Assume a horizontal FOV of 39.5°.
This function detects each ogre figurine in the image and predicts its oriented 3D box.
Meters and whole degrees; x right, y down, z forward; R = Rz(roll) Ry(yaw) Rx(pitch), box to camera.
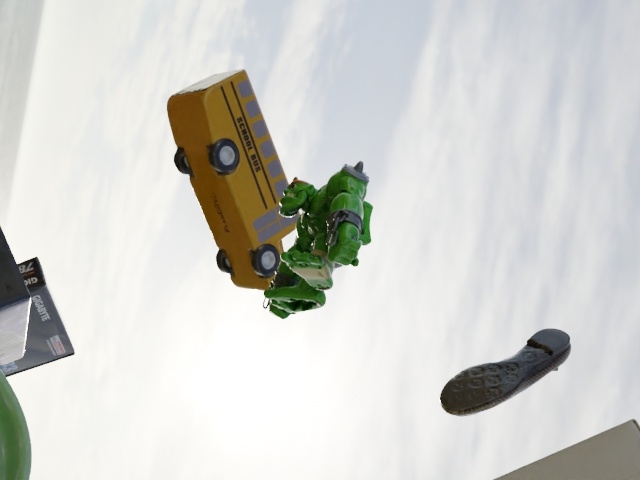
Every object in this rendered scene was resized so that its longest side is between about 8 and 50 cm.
[{"bbox_3d":[0.000,0.000,0.878,0.197,0.096,0.118,94,11,-60],"label":"ogre figurine"}]

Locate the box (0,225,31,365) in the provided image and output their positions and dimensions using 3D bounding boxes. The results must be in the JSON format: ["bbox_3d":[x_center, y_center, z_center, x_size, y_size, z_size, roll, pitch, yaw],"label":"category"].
[{"bbox_3d":[-0.368,0.065,0.840,0.108,0.153,0.207,63,-26,12],"label":"box"}]

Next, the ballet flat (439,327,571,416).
[{"bbox_3d":[0.275,0.202,1.301,0.084,0.250,0.058,29,-47,45],"label":"ballet flat"}]

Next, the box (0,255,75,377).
[{"bbox_3d":[-0.612,0.168,1.593,0.295,0.293,0.073,99,-30,-59],"label":"box"}]

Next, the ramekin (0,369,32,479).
[{"bbox_3d":[-0.495,0.237,1.004,0.148,0.303,0.303,-36,-141,20],"label":"ramekin"}]

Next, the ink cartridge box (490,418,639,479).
[{"bbox_3d":[0.294,0.320,1.010,0.114,0.197,0.273,68,7,29],"label":"ink cartridge box"}]

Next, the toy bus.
[{"bbox_3d":[-0.128,-0.088,1.404,0.108,0.130,0.333,1,-62,46],"label":"toy bus"}]
